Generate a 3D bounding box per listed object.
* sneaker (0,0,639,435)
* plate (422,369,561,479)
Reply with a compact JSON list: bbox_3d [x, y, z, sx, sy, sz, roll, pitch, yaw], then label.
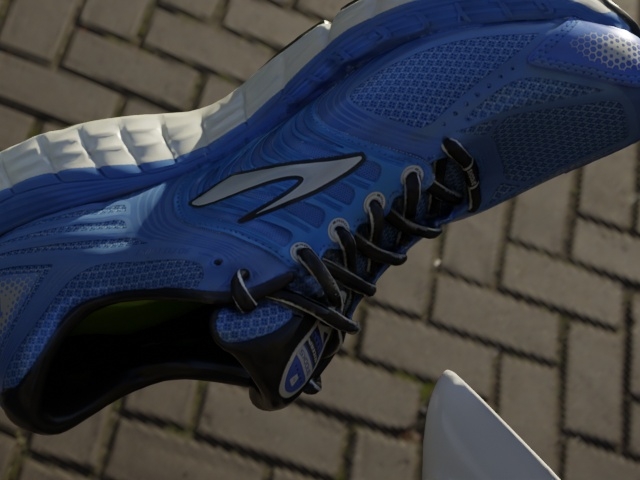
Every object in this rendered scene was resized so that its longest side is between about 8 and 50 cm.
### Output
[{"bbox_3d":[0.000,0.000,0.697,0.330,0.130,0.147,-23,53,9],"label":"sneaker"},{"bbox_3d":[0.133,0.265,1.013,0.045,0.277,0.278,-19,42,-24],"label":"plate"}]
